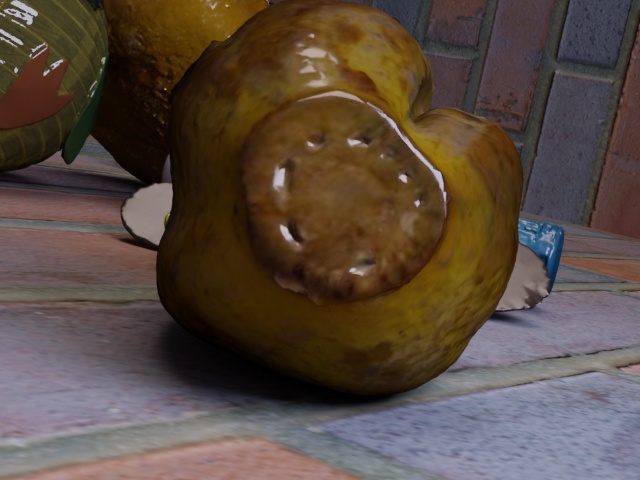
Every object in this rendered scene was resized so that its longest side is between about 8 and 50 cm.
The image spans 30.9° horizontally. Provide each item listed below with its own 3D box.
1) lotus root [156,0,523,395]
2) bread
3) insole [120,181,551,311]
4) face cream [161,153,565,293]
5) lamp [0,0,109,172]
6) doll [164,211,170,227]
[{"bbox_3d":[0.010,-0.026,0.561,0.193,0.193,0.291,13,7,5],"label":"lotus root"},{"bbox_3d":[-0.161,-0.173,1.223,0.328,0.148,0.337,23,-31,44],"label":"bread"},{"bbox_3d":[0.013,0.000,0.871,0.328,0.007,0.111,9,41,-3],"label":"insole"},{"bbox_3d":[0.038,-0.019,0.998,0.337,0.080,0.163,13,-1,18],"label":"face cream"},{"bbox_3d":[-0.303,-0.197,1.055,0.250,0.284,0.250,11,-29,6],"label":"lamp"},{"bbox_3d":[0.000,0.000,0.762,0.207,0.081,0.129,8,38,0],"label":"doll"}]
